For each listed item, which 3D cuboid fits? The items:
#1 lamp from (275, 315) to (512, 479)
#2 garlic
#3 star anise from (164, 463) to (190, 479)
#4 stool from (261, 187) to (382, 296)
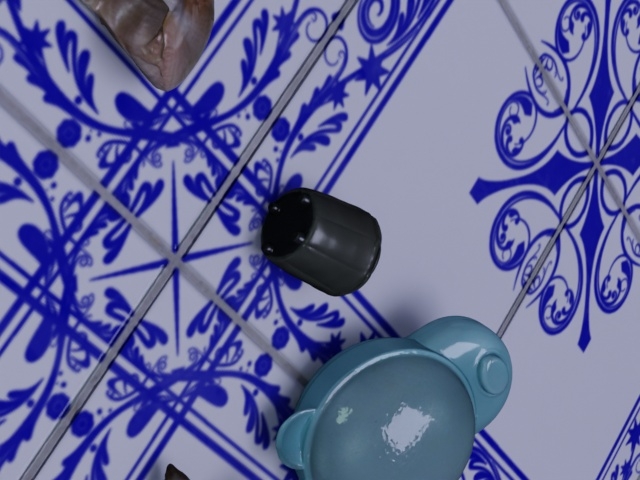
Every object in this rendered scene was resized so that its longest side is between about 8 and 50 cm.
[{"bbox_3d":[0.091,0.194,1.301,0.284,0.147,0.209,-41,124,-31],"label":"lamp"},{"bbox_3d":[-0.128,-0.219,1.010,0.124,0.099,0.174,28,80,-60],"label":"garlic"},{"bbox_3d":[-0.110,0.355,1.163,0.212,0.129,0.283,-22,115,-48],"label":"star anise"},{"bbox_3d":[0.000,0.000,1.197,0.110,0.096,0.096,25,83,-40],"label":"stool"}]
